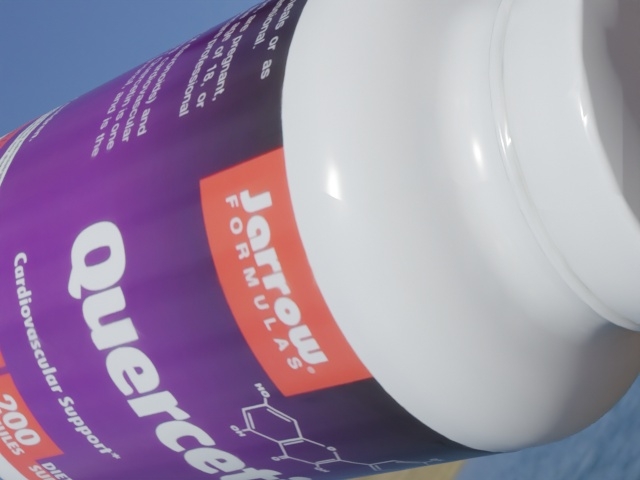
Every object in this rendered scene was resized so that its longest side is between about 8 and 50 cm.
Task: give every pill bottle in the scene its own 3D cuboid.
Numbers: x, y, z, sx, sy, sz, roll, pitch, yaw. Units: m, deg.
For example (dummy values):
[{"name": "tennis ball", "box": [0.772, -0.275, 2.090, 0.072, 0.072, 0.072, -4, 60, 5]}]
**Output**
[{"name": "pill bottle", "box": [0.000, 0.000, 0.526, 0.323, 0.181, 0.181, -19, 20, 42]}]
